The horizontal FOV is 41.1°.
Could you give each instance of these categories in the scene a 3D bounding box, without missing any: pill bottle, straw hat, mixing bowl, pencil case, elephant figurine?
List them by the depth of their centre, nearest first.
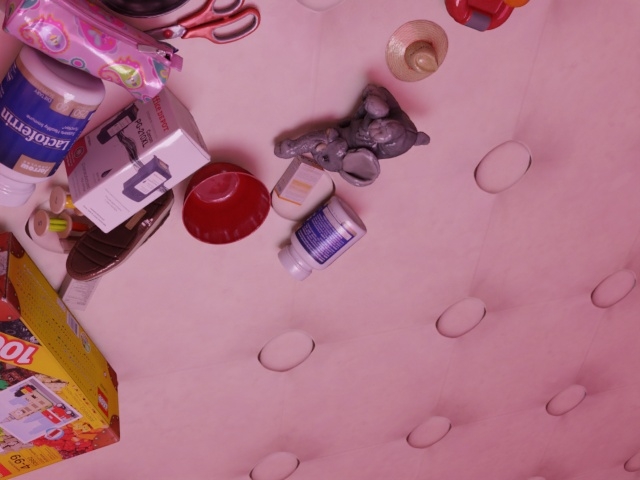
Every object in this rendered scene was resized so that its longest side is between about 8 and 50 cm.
[{"bbox_3d":[-0.373,-0.333,1.404,0.284,0.124,0.124,25,115,-31],"label":"pencil case"},{"bbox_3d":[-0.497,-0.194,1.460,0.153,0.153,0.264,22,117,-37],"label":"pill bottle"},{"bbox_3d":[0.203,-0.362,1.699,0.145,0.061,0.144,-13,132,-15],"label":"straw hat"},{"bbox_3d":[-0.201,-0.090,1.725,0.182,0.098,0.181,-13,132,-15],"label":"mixing bowl"},{"bbox_3d":[0.064,-0.196,1.741,0.239,0.186,0.169,-38,178,24],"label":"elephant figurine"},{"bbox_3d":[0.000,0.000,1.888,0.187,0.112,0.112,-41,133,12],"label":"pill bottle"}]

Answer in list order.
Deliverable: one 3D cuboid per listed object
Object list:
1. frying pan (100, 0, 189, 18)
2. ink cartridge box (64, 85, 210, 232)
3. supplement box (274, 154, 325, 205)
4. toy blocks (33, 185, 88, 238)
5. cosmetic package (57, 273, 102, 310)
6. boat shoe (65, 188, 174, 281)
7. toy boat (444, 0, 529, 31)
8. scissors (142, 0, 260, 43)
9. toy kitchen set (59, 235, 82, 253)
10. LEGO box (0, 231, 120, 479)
[{"bbox_3d":[-0.300,-0.485,1.336,0.197,0.053,0.326,-25,143,2],"label":"frying pan"},{"bbox_3d":[-0.338,-0.153,1.554,0.237,0.172,0.100,-34,134,6],"label":"ink cartridge box"},{"bbox_3d":[-0.045,-0.128,1.807,0.062,0.036,0.098,19,119,-36],"label":"supplement box"},{"bbox_3d":[-0.467,-0.050,1.669,0.148,0.054,0.123,6,137,-47],"label":"toy blocks"},{"bbox_3d":[-0.502,0.089,1.783,0.060,0.041,0.115,17,120,-34],"label":"cosmetic package"},{"bbox_3d":[-0.384,-0.006,1.674,0.257,0.095,0.095,-42,170,-17],"label":"boat shoe"},{"bbox_3d":[0.346,-0.487,1.592,0.151,0.151,0.231,10,124,-32],"label":"toy boat"},{"bbox_3d":[-0.251,-0.364,1.516,0.297,0.021,0.109,-25,135,-3],"label":"scissors"},{"bbox_3d":[-0.466,0.012,1.730,0.083,0.075,0.068,2,120,25],"label":"toy kitchen set"},{"bbox_3d":[-0.679,0.262,1.719,0.373,0.193,0.500,-19,135,1],"label":"LEGO box"}]
